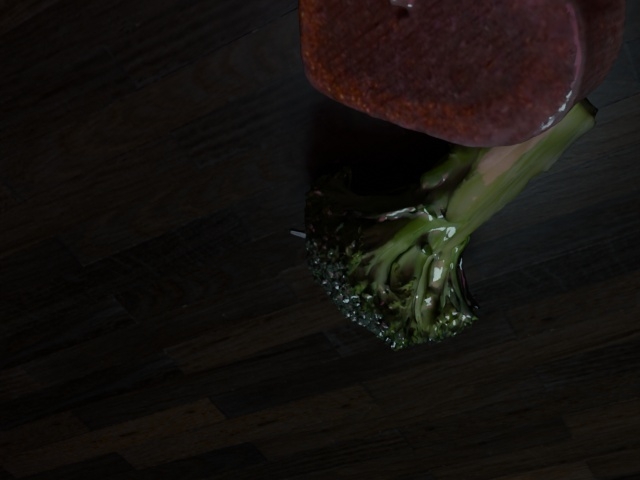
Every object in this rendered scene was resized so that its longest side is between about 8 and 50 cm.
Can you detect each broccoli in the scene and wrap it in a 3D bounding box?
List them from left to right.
[{"bbox_3d":[0.124,-0.051,0.807,0.252,0.221,0.361,15,119,-13],"label":"broccoli"}]

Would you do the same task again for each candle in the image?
[{"bbox_3d":[0.081,-0.218,0.649,0.287,0.131,0.316,-24,98,50],"label":"candle"}]

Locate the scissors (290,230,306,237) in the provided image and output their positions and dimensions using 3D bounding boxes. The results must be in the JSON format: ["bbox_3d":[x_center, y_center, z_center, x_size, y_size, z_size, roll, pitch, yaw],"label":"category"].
[{"bbox_3d":[0.000,0.000,0.976,0.083,0.006,0.036,16,132,-6],"label":"scissors"}]

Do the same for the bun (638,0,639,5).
[{"bbox_3d":[0.427,-0.245,0.565,0.365,0.219,0.365,6,138,5],"label":"bun"}]
